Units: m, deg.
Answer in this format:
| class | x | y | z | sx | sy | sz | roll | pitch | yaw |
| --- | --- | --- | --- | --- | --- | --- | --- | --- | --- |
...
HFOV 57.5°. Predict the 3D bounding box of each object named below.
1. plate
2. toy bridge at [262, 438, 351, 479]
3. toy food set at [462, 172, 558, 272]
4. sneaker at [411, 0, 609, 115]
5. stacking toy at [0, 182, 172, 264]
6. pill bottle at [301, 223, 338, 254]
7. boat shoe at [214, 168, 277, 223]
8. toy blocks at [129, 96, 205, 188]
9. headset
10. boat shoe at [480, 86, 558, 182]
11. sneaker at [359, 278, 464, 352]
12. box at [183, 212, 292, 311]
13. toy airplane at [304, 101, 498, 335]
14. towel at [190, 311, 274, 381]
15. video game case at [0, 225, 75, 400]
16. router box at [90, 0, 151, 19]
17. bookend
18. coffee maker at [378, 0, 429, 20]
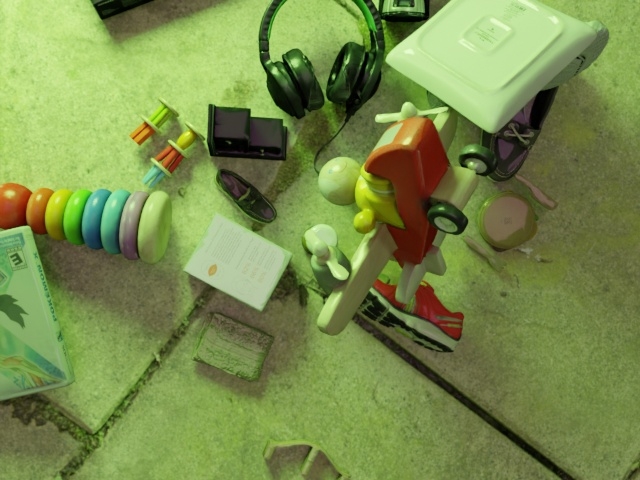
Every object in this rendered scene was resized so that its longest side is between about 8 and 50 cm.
| class | x | y | z | sx | sy | sz | roll | pitch | yaw |
| --- | --- | --- | --- | --- | --- | --- | --- | --- | --- |
| plate | 0.304 | -0.363 | 1.062 | 0.278 | 0.045 | 0.277 | -42 | 61 | -7 |
| toy bridge | -0.021 | 0.448 | 1.194 | 0.188 | 0.026 | 0.063 | 25 | 85 | -7 |
| toy food set | 0.403 | -0.041 | 1.261 | 0.132 | 0.038 | 0.192 | 39 | 95 | -2 |
| sneaker | 0.362 | -0.397 | 1.158 | 0.366 | 0.137 | 0.210 | -19 | 64 | 3 |
| stacking toy | -0.456 | -0.048 | 1.090 | 0.330 | 0.141 | 0.141 | 9 | 88 | -4 |
| pill bottle | 0.000 | 0.000 | 1.157 | 0.065 | 0.116 | 0.065 | 0 | 89 | -8 |
| boat shoe | -0.151 | -0.087 | 1.170 | 0.152 | 0.049 | 0.056 | 37 | 84 | -6 |
| toy blocks | -0.321 | -0.188 | 1.146 | 0.123 | 0.054 | 0.148 | 42 | 84 | -6 |
| headset | 0.014 | -0.306 | 1.129 | 0.243 | 0.185 | 0.394 | -9 | 107 | -8 |
| boat shoe | 0.430 | -0.288 | 1.234 | 0.112 | 0.095 | 0.335 | 21 | 86 | -8 |
| sneaker | 0.174 | 0.125 | 1.206 | 0.279 | 0.107 | 0.118 | 33 | 67 | -10 |
| box | -0.161 | 0.042 | 1.146 | 0.170 | 0.091 | 0.130 | 30 | 86 | -7 |
| toy airplane | 0.123 | -0.057 | 1.035 | 0.272 | 0.386 | 0.384 | 26 | 114 | 13 |
| towel | -0.176 | 0.213 | 1.175 | 0.148 | 0.027 | 0.110 | 22 | 85 | -6 |
| video game case | -0.646 | 0.155 | 1.059 | 0.329 | 0.036 | 0.300 | -13 | 97 | 3 |
| router box | -0.341 | -0.608 | 1.134 | 0.309 | 0.081 | 0.243 | -25 | 92 | -8 |
| bookend | -0.136 | -0.204 | 1.121 | 0.157 | 0.156 | 0.072 | 2 | 89 | -9 |
| coffee maker | 0.181 | -0.539 | 1.183 | 0.120 | 0.171 | 0.178 | 12 | 110 | 30 |
